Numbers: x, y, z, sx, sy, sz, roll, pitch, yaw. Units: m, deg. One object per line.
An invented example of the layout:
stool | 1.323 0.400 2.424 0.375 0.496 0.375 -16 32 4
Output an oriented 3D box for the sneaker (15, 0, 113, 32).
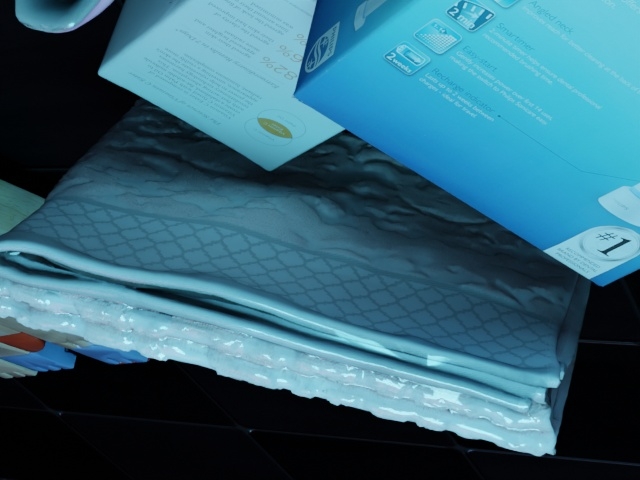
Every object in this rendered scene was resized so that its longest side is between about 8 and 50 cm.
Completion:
sneaker | -0.132 -0.224 0.726 0.112 0.131 0.319 10 152 14

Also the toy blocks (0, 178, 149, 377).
toy blocks | -0.314 0.039 1.317 0.381 0.191 0.261 -9 155 40

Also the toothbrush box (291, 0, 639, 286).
toothbrush box | 0.164 -0.123 0.719 0.216 0.126 0.295 29 143 -24

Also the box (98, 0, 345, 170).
box | -0.025 -0.130 0.890 0.130 0.091 0.170 29 150 -25

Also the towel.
towel | 0.000 0.000 0.945 0.331 0.317 0.053 14 113 7
